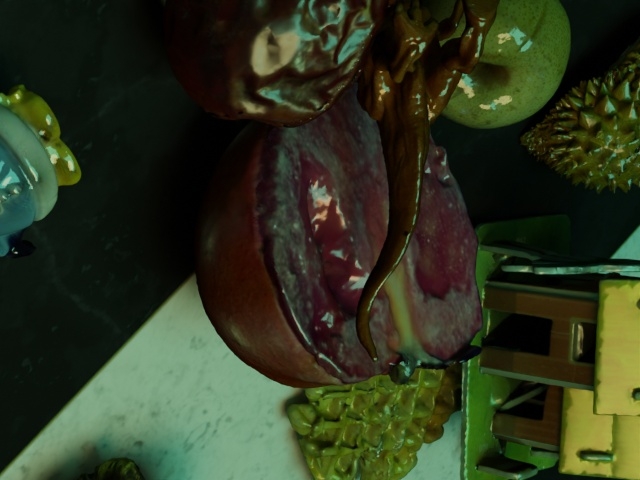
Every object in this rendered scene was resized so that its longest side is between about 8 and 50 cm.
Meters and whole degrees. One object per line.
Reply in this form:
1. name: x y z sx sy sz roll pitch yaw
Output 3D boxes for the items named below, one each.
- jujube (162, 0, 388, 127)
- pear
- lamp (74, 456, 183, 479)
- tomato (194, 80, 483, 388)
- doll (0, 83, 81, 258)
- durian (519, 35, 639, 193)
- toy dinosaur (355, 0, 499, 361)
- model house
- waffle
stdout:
1. jujube: -0.036 -0.214 1.640 0.183 0.183 0.243 7 103 -50
2. pear: 0.161 -0.191 1.869 0.136 0.167 0.167 -74 165 -49
3. lamp: -0.168 0.324 1.852 0.247 0.247 0.247 -28 135 -32
4. tomato: 0.000 0.000 1.830 0.335 0.176 0.289 -10 89 -50
5. doll: -0.324 0.004 1.504 0.314 0.141 0.177 -42 128 -25
6. durian: 0.358 -0.138 2.161 0.249 0.138 0.183 -45 133 -24
7. toy dinosaur: 0.076 -0.131 1.697 0.208 0.097 0.432 124 -21 -58
8. model house: 0.296 0.140 2.066 0.340 0.324 0.300 -7 100 -51
9. waffle: 0.074 0.175 2.139 0.250 0.056 0.261 -43 139 -19
